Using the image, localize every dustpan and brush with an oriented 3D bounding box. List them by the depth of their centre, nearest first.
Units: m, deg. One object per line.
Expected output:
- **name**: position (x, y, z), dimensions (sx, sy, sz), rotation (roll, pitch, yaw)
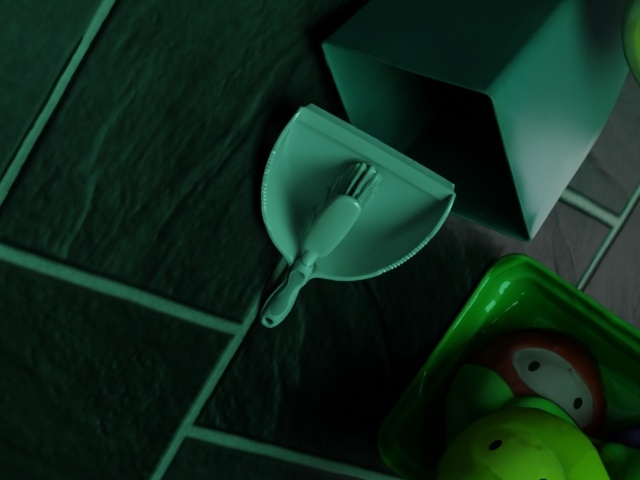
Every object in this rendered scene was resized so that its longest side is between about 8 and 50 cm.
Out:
- **dustpan and brush**: position (0.000, 0.000, 1.330), dimensions (0.211, 0.147, 0.060), rotation (-55, -172, 49)

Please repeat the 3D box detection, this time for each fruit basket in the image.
- **fruit basket**: position (0.224, 0.207, 1.465), dimensions (0.392, 0.392, 0.283), rotation (31, 94, -49)

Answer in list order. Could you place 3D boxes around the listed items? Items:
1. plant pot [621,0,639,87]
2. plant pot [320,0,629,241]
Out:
- **plant pot**: position (0.344, -0.207, 1.232), dimensions (0.239, 0.254, 0.254), rotation (-56, 146, -36)
- **plant pot**: position (0.153, -0.154, 1.310), dimensions (0.234, 0.165, 0.165), rotation (-48, 140, -24)
